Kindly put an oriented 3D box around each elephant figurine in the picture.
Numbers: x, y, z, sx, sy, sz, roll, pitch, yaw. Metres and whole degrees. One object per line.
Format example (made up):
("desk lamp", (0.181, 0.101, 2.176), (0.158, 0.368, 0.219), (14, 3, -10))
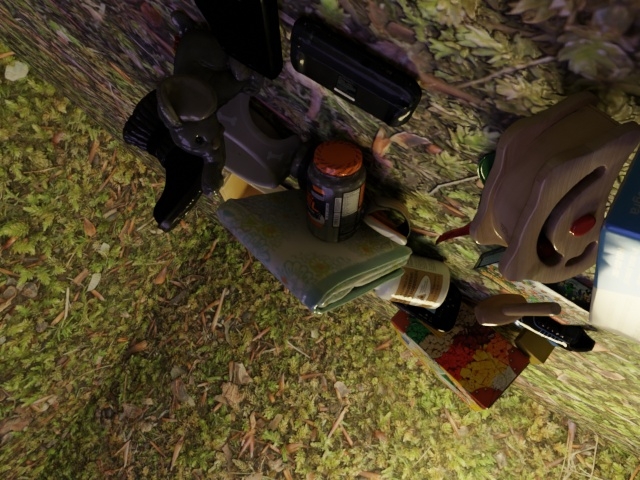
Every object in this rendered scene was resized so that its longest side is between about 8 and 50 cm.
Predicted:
("elephant figurine", (-0.219, -0.235, 0.866), (0.186, 0.239, 0.169), (28, 169, 21))

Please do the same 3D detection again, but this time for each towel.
("towel", (0.000, 0.000, 1.114), (0.320, 0.090, 0.374), (38, -148, 27))

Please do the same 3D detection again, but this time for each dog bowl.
("dog bowl", (-0.204, -0.248, 1.152), (0.348, 0.102, 0.349), (31, 170, 6))

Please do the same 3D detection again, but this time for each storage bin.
("storage bin", (-0.174, -0.118, 1.602), (0.262, 0.123, 0.260), (32, 170, 4))

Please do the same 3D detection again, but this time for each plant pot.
("plant pot", (0.602, 0.293, 1.391), (0.083, 0.081, 0.081), (38, 170, 7))

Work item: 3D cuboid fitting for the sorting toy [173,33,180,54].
("sorting toy", (-0.245, -0.352, 0.949), (0.102, 0.042, 0.061), (35, 169, -19))

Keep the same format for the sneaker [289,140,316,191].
("sneaker", (0.007, -0.141, 1.088), (0.130, 0.087, 0.227), (28, 172, 11))

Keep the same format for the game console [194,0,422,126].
("game console", (-0.025, -0.270, 0.704), (0.361, 0.044, 0.213), (32, 171, 3))

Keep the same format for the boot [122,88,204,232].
("boot", (-0.418, -0.212, 1.302), (0.260, 0.348, 0.131), (30, 150, -11))

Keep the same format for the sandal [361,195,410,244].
("sandal", (0.147, -0.063, 1.096), (0.102, 0.076, 0.265), (31, -169, -7))

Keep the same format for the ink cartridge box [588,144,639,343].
("ink cartridge box", (0.464, 0.047, 0.405), (0.394, 0.166, 0.285), (24, 167, 34))

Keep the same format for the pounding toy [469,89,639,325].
("pounding toy", (0.272, -0.004, 0.535), (0.155, 0.154, 0.270), (-115, 20, -43))

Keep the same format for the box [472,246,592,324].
("box", (0.449, 0.094, 1.003), (0.233, 0.044, 0.159), (32, 169, 2))

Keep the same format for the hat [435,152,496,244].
("hat", (0.258, -0.007, 0.700), (0.208, 0.184, 0.173), (33, 169, -5))

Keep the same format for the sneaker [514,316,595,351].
("sneaker", (0.533, 0.190, 1.129), (0.232, 0.081, 0.090), (29, 169, -23))

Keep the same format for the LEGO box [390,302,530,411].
("LEGO box", (0.453, 0.369, 1.652), (0.372, 0.193, 0.500), (42, 174, 23))

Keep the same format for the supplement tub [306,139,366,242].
("supplement tub", (0.030, -0.098, 0.986), (0.117, 0.117, 0.190), (28, 141, 22))

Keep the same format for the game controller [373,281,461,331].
("game controller", (0.256, 0.127, 1.390), (0.319, 0.166, 0.067), (32, 136, -5))

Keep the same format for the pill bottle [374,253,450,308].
("pill bottle", (0.206, 0.095, 1.281), (0.229, 0.131, 0.131), (12, 173, -12))
